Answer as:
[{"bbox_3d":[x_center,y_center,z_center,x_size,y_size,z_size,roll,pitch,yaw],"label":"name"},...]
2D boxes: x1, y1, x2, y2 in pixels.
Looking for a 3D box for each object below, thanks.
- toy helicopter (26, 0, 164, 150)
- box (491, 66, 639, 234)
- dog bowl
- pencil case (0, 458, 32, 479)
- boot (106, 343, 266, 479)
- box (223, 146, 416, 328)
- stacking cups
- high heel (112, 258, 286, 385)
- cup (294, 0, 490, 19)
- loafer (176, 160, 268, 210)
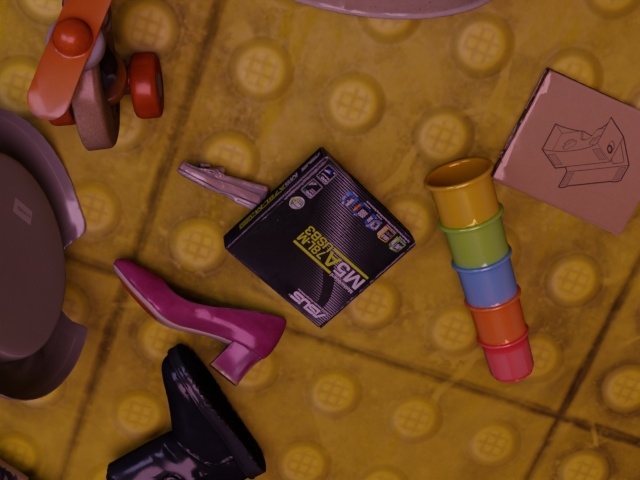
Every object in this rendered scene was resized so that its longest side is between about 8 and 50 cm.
[{"bbox_3d":[-0.276,-0.275,1.075,0.140,0.235,0.355,-4,110,0],"label":"toy helicopter"},{"bbox_3d":[0.352,-0.117,1.269,0.201,0.021,0.164,23,107,-9],"label":"box"},{"bbox_3d":[-0.401,0.021,1.133,0.102,0.349,0.348,-9,110,13],"label":"dog bowl"},{"bbox_3d":[-0.473,0.406,1.342,0.160,0.183,0.410,-41,107,18],"label":"pencil case"},{"bbox_3d":[-0.221,0.290,1.355,0.207,0.094,0.246,-28,115,4],"label":"boot"},{"bbox_3d":[0.000,0.000,1.271,0.184,0.045,0.191,-42,117,10],"label":"box"},{"bbox_3d":[0.232,0.047,1.287,0.096,0.096,0.316,-20,110,5],"label":"stacking cups"},{"bbox_3d":[-0.165,0.082,1.306,0.244,0.082,0.117,41,75,-2],"label":"high heel"},{"bbox_3d":[0.054,-0.413,1.024,0.331,0.331,0.237,10,83,-6],"label":"cup"},{"bbox_3d":[-0.128,-0.079,1.258,0.125,0.045,0.039,27,90,-18],"label":"loafer"}]
